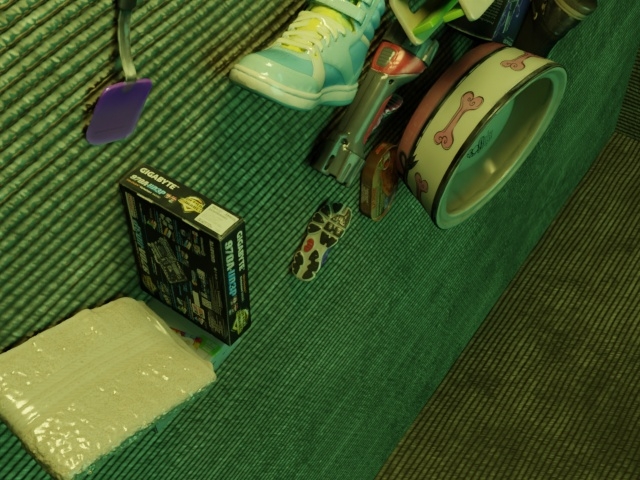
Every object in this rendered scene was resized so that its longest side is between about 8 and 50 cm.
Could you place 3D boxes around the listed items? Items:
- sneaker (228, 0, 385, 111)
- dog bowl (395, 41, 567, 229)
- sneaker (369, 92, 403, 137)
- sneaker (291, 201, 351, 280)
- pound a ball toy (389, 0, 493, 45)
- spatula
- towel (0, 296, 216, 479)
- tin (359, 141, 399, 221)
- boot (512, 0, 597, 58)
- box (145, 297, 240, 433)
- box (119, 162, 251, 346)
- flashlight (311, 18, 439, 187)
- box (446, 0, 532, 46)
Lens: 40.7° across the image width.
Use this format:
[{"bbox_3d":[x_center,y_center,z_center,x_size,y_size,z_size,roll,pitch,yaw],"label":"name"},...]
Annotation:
[{"bbox_3d":[-0.012,-0.299,1.225,0.319,0.127,0.208,-30,144,-66],"label":"sneaker"},{"bbox_3d":[0.319,-0.226,1.776,0.408,0.150,0.408,-41,159,-20],"label":"dog bowl"},{"bbox_3d":[0.112,-0.236,1.649,0.119,0.047,0.057,-42,157,-24],"label":"sneaker"},{"bbox_3d":[0.000,0.000,1.667,0.170,0.068,0.071,-56,173,8],"label":"sneaker"},{"bbox_3d":[0.270,-0.483,1.475,0.135,0.208,0.319,57,43,-18],"label":"pound a ball toy"},{"bbox_3d":[-0.218,-0.238,0.976,0.084,0.030,0.296,-27,139,-50],"label":"spatula"},{"bbox_3d":[-0.279,0.179,1.105,0.282,0.187,0.049,-31,156,-51],"label":"towel"},{"bbox_3d":[0.123,-0.122,1.797,0.106,0.040,0.189,-50,154,-35],"label":"tin"},{"bbox_3d":[0.482,-0.512,1.963,0.284,0.138,0.377,-53,-161,35],"label":"boot"},{"bbox_3d":[-0.229,0.166,1.248,0.186,0.145,0.038,-47,153,-31],"label":"box"},{"bbox_3d":[-0.178,0.023,1.161,0.051,0.175,0.220,-44,150,-34],"label":"box"},{"bbox_3d":[0.097,-0.240,1.543,0.304,0.103,0.103,-61,-171,3],"label":"flashlight"},{"bbox_3d":[0.368,-0.512,1.787,0.153,0.108,0.207,-6,121,-63],"label":"box"}]
